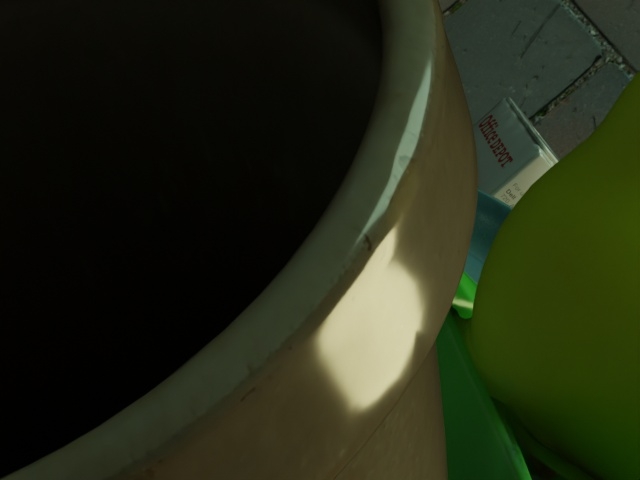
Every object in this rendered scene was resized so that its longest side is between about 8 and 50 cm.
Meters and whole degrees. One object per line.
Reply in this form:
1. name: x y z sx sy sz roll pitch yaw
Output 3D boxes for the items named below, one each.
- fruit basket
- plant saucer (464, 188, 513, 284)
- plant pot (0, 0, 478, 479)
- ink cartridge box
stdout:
1. fruit basket: 0.139 0.101 0.804 0.283 0.392 0.392 45 10 -23
2. plant saucer: 0.000 0.000 1.143 0.317 0.044 0.317 13 20 -5
3. plant pot: -0.062 0.050 0.552 0.263 0.263 0.229 60 -4 48
4. ink cartridge box: 0.089 0.016 1.350 0.092 0.219 0.160 47 10 -15
